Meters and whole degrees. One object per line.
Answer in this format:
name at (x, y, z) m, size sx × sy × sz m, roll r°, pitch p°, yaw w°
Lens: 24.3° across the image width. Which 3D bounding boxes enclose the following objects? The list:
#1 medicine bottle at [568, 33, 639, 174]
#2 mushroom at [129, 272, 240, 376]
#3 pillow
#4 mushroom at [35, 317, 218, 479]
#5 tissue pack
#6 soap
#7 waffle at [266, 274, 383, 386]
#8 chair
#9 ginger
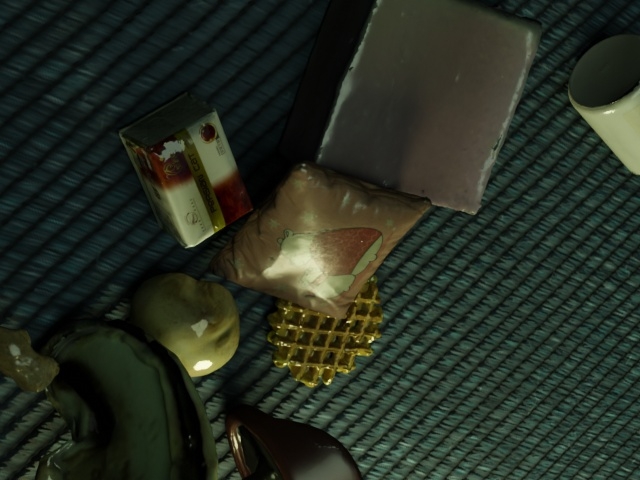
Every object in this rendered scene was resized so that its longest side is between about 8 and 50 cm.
medicine bottle at (0.482, -0.175, 2.173) m, size 0.143 × 0.143 × 0.258 m, roll -51°, pitch 127°, yaw -4°
mushroom at (-0.173, 0.106, 1.895) m, size 0.112 × 0.148 × 0.148 m, roll -52°, pitch 143°, yaw -57°
pillow at (0.000, 0.000, 1.913) m, size 0.223 × 0.084 × 0.236 m, roll 15°, pitch 130°, yaw -31°
mushroom at (-0.236, 0.261, 1.800) m, size 0.247 × 0.344 × 0.130 m, roll -38°, pitch 145°, yaw 15°
tissue pack at (-0.163, -0.086, 1.825) m, size 0.106 × 0.099 × 0.148 m, roll -32°, pitch 124°, yaw -18°
soap at (0.125, -0.199, 1.957) m, size 0.296 × 0.107 × 0.285 m, roll 14°, pitch 103°, yaw -37°
waffle at (0.008, 0.117, 2.062) m, size 0.191 × 0.038 × 0.191 m, roll -14°, pitch 118°, yaw -28°
chair at (-0.160, 0.367, 1.946) m, size 0.401 × 0.226 × 0.226 m, roll -26°, pitch 122°, yaw -20°
ginger at (-0.443, 0.143, 1.762) m, size 0.259 × 0.065 × 0.149 m, roll 23°, pitch 101°, yaw -26°
